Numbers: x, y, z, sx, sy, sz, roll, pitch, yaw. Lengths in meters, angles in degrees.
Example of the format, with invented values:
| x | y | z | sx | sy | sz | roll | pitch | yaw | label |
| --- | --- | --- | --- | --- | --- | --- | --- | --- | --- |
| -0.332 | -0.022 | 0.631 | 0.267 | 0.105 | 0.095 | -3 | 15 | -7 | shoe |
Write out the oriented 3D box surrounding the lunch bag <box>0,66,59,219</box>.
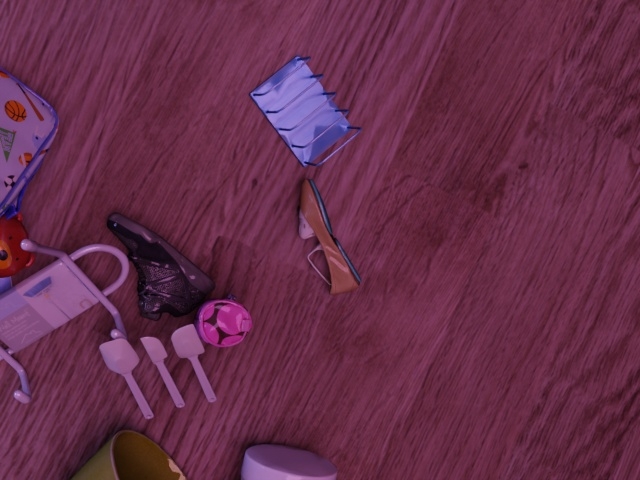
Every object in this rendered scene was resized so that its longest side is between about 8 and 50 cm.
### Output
| x | y | z | sx | sy | sz | roll | pitch | yaw | label |
| --- | --- | --- | --- | --- | --- | --- | --- | --- | --- |
| -0.557 | -0.148 | 1.544 | 0.243 | 0.115 | 0.303 | 39 | 42 | -19 | lunch bag |

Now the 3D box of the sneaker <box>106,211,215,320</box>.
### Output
| x | y | z | sx | sy | sz | roll | pitch | yaw | label |
| --- | --- | --- | --- | --- | --- | --- | --- | --- | --- |
| -0.306 | 0.056 | 1.735 | 0.227 | 0.087 | 0.130 | 44 | 78 | -22 | sneaker |

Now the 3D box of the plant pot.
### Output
| x | y | z | sx | sy | sz | roll | pitch | yaw | label |
| --- | --- | --- | --- | --- | --- | --- | --- | --- | --- |
| -0.384 | 0.525 | 1.702 | 0.293 | 0.275 | 0.275 | -36 | 106 | 6 | plant pot |

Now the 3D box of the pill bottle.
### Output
| x | y | z | sx | sy | sz | roll | pitch | yaw | label |
| --- | --- | --- | --- | --- | --- | --- | --- | --- | --- |
| -0.092 | 0.595 | 1.793 | 0.229 | 0.229 | 0.408 | 10 | 94 | -17 | pill bottle |

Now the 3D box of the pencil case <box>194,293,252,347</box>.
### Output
| x | y | z | sx | sy | sz | roll | pitch | yaw | label |
| --- | --- | --- | --- | --- | --- | --- | --- | --- | --- |
| -0.169 | 0.142 | 1.723 | 0.098 | 0.209 | 0.095 | 18 | 86 | -7 | pencil case |

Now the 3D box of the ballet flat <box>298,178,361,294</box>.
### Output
| x | y | z | sx | sy | sz | roll | pitch | yaw | label |
| --- | --- | --- | --- | --- | --- | --- | --- | --- | --- |
| 0.000 | 0.000 | 1.824 | 0.073 | 0.080 | 0.232 | -25 | 102 | 4 | ballet flat |

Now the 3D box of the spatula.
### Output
| x | y | z | sx | sy | sz | roll | pitch | yaw | label |
| --- | --- | --- | --- | --- | --- | --- | --- | --- | --- |
| -0.277 | 0.233 | 1.728 | 0.168 | 0.019 | 0.242 | -16 | 140 | -3 | spatula |

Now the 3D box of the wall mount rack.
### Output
| x | y | z | sx | sy | sz | roll | pitch | yaw | label |
| --- | --- | --- | --- | --- | --- | --- | --- | --- | --- |
| -0.485 | 0.113 | 1.609 | 0.350 | 0.130 | 0.304 | -32 | 133 | 1 | wall mount rack |

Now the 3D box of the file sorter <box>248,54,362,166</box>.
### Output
| x | y | z | sx | sy | sz | roll | pitch | yaw | label |
| --- | --- | --- | --- | --- | --- | --- | --- | --- | --- |
| -0.023 | -0.233 | 1.769 | 0.118 | 0.104 | 0.170 | -40 | 105 | -8 | file sorter |

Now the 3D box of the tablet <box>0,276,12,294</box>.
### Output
| x | y | z | sx | sy | sz | roll | pitch | yaw | label |
| --- | --- | --- | --- | --- | --- | --- | --- | --- | --- |
| -0.564 | 0.065 | 1.704 | 0.054 | 0.006 | 0.083 | -6 | 100 | -15 | tablet |

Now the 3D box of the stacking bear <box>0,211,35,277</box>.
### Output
| x | y | z | sx | sy | sz | roll | pitch | yaw | label |
| --- | --- | --- | --- | --- | --- | --- | --- | --- | --- |
| -0.618 | 0.035 | 1.606 | 0.289 | 0.164 | 0.176 | -18 | 105 | -21 | stacking bear |
